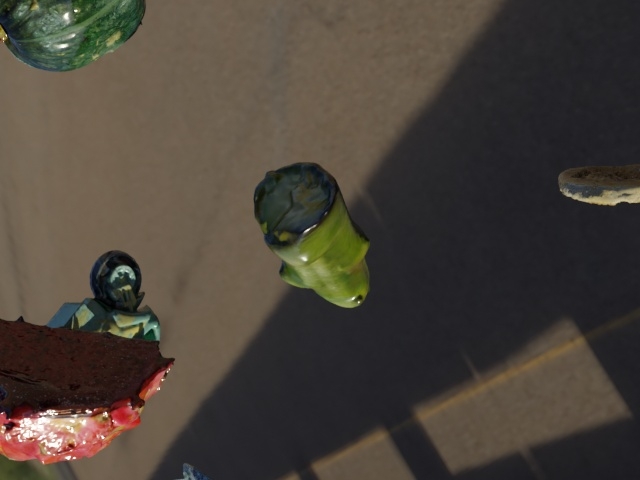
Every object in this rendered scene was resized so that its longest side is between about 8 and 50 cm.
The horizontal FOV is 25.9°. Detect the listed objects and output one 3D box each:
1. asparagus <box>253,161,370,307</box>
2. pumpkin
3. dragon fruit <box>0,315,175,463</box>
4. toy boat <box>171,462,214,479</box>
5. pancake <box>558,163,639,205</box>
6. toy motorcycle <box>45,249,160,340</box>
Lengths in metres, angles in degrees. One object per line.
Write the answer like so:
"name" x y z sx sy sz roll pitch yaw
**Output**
"asparagus" 0.000 0.002 1.211 0.343 0.085 0.082 57 -137 -77
"pumpkin" -0.374 -0.392 1.854 0.293 0.263 0.197 29 153 10
"dragon fruit" -0.294 0.170 1.514 0.189 0.262 0.163 112 161 -61
"toy boat" -0.180 0.327 1.765 0.149 0.034 0.105 11 112 20
"pancake" 0.287 -0.055 1.288 0.139 0.140 0.022 -162 64 -66
"toy motorcycle" -0.325 0.170 1.982 0.109 0.296 0.198 -2 133 48
